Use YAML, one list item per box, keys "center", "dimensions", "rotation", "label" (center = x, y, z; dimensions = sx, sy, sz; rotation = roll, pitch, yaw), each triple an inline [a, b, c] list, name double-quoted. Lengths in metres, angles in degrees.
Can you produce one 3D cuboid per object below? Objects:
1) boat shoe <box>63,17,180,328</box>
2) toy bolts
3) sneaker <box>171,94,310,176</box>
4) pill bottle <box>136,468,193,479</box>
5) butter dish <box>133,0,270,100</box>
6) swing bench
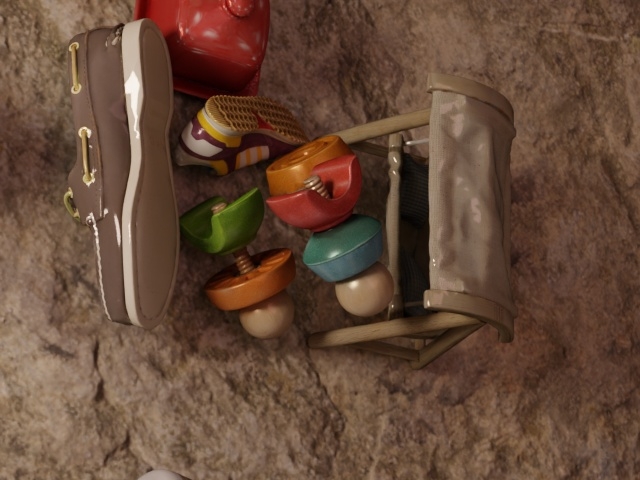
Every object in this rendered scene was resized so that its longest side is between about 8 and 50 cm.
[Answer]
- center: [-0.210, -0.066, 1.779]
  dimensions: [0.116, 0.097, 0.324]
  rotation: [27, 59, -70]
  label: "boat shoe"
- center: [0.000, 0.000, 1.809]
  dimensions: [0.218, 0.228, 0.158]
  rotation: [-34, 106, -32]
  label: "toy bolts"
- center: [-0.089, -0.110, 1.893]
  dimensions: [0.185, 0.084, 0.069]
  rotation: [6, 46, -55]
  label: "sneaker"
- center: [-0.080, 0.342, 1.711]
  dimensions: [0.265, 0.153, 0.153]
  rotation: [28, 63, -23]
  label: "pill bottle"
- center: [-0.112, -0.242, 1.877]
  dimensions: [0.160, 0.118, 0.159]
  rotation: [15, 70, -29]
  label: "butter dish"
- center: [0.118, -0.013, 1.875]
  dimensions: [0.165, 0.255, 0.253]
  rotation: [13, 70, -29]
  label: "swing bench"
